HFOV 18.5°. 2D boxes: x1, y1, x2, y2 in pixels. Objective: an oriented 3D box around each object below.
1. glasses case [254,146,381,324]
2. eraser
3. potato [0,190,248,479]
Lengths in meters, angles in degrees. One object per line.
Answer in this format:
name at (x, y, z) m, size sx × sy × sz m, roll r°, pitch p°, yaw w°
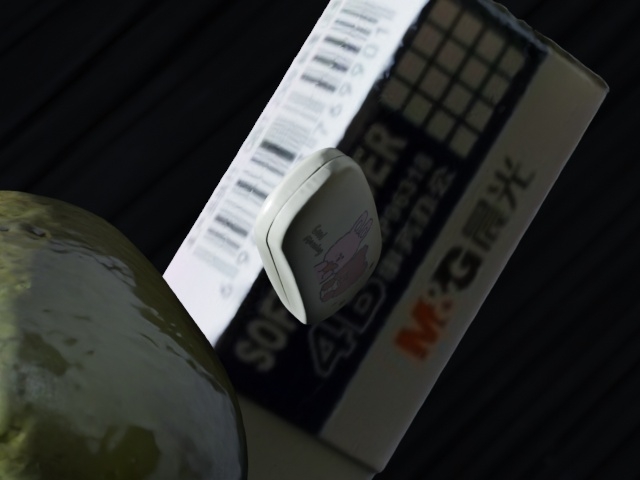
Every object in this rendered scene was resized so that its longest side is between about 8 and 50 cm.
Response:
glasses case at (0.000, 0.000, 0.535) m, size 0.021 × 0.032 × 0.083 m, roll 43°, pitch 169°, yaw 18°
eraser at (0.009, 0.010, 0.942) m, size 0.130 × 0.287 × 0.086 m, roll 34°, pitch 177°, yaw -34°
potato at (-0.124, 0.062, 0.763) m, size 0.174 × 0.159 × 0.251 m, roll 32°, pitch -163°, yaw -25°
